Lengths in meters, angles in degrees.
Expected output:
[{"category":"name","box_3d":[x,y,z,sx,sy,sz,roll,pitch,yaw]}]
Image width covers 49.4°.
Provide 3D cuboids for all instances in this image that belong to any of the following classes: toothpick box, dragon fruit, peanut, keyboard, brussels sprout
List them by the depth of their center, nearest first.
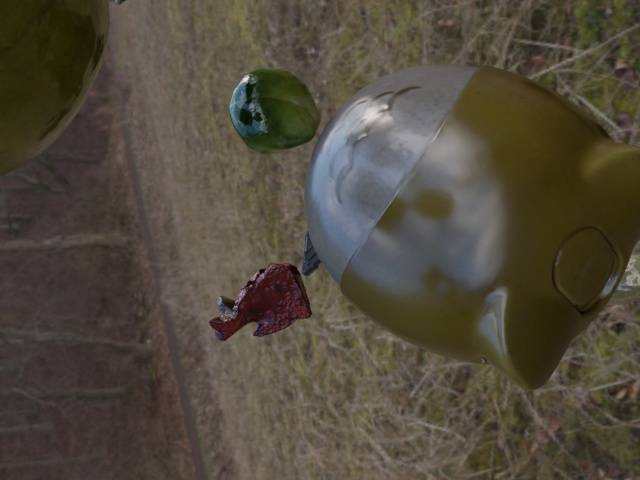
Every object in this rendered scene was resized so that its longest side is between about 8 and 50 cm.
[{"category":"toothpick box","box_3d":[0.217,-0.031,0.982,0.425,0.409,0.408,33,134,48]},{"category":"brussels sprout","box_3d":[-0.079,-0.214,1.156,0.118,0.155,0.155,-14,86,43]},{"category":"dragon fruit","box_3d":[-0.113,0.118,1.271,0.122,0.192,0.092,52,-176,-21]},{"category":"keyboard","box_3d":[0.001,0.000,1.335,0.262,0.016,0.106,134,144,-71]},{"category":"peanut","box_3d":[0.613,0.083,1.552,0.130,0.290,0.130,-1,-90,-66]}]

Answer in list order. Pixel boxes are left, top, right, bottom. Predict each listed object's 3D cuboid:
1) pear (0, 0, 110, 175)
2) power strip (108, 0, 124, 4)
[{"category":"pear","box_3d":[-0.274,-0.156,0.461,0.307,0.253,0.252,-168,69,-85]},{"category":"power strip","box_3d":[-0.258,-0.462,0.973,0.270,0.046,0.118,-58,7,34]}]
